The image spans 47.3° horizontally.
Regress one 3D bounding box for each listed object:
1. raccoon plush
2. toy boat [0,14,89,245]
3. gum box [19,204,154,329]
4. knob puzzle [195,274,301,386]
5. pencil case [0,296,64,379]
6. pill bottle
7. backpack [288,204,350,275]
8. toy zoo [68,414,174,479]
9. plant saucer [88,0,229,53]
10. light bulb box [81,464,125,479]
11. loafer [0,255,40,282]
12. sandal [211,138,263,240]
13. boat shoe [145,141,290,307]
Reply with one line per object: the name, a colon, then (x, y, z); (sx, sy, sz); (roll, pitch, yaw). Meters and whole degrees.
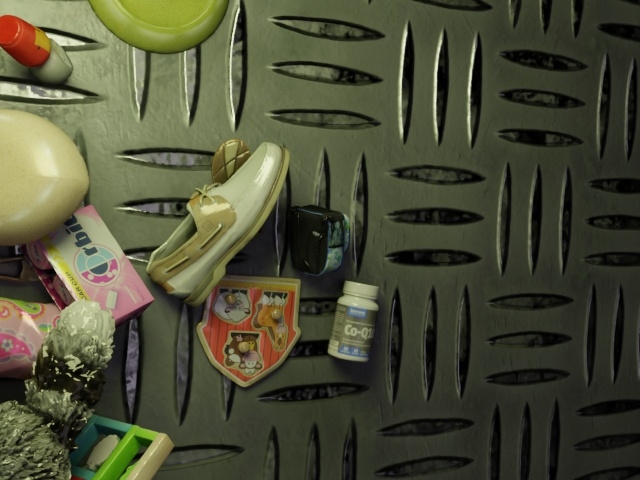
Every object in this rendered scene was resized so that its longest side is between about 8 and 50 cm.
raccoon plush: (-0.460, 0.246, 0.859); (0.299, 0.216, 0.447); (31, 55, -40)
toy boat: (-0.430, -0.149, 1.032); (0.267, 0.148, 0.318); (10, 84, 10)
gum box: (-0.343, 0.053, 1.085); (0.107, 0.062, 0.188); (-30, 82, -43)
knob puzzle: (-0.120, 0.159, 1.268); (0.213, 0.030, 0.213); (-2, 95, -25)
pencil case: (-0.506, 0.126, 1.043); (0.284, 0.124, 0.124); (12, 89, -26)
pill bottle: (0.063, 0.145, 1.324); (0.078, 0.078, 0.137); (11, 89, -25)
backpack: (0.000, 0.000, 1.272); (0.084, 0.105, 0.114); (-10, 108, -44)
toy zoo: (-0.370, 0.331, 1.039); (0.192, 0.293, 0.030); (-55, 135, -39)
plant saucer: (-0.253, -0.421, 1.161); (0.240, 0.037, 0.241); (-2, 95, -25)
light bulb box: (-0.374, 0.577, 1.072); (0.361, 0.225, 0.358); (-28, 105, -22)
loafer: (-0.457, 0.043, 1.098); (0.125, 0.039, 0.045); (1, 93, -25)
sandal: (-0.141, -0.085, 1.234); (0.072, 0.049, 0.180); (-17, 116, -10)
boat shoe: (-0.163, -0.036, 1.157); (0.103, 0.113, 0.302); (31, 99, -23)
